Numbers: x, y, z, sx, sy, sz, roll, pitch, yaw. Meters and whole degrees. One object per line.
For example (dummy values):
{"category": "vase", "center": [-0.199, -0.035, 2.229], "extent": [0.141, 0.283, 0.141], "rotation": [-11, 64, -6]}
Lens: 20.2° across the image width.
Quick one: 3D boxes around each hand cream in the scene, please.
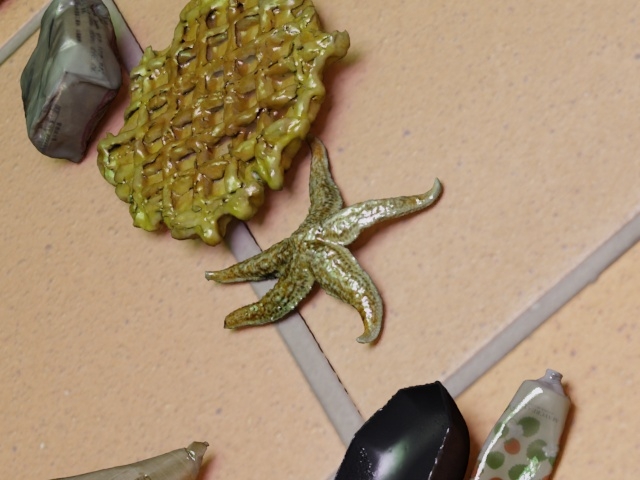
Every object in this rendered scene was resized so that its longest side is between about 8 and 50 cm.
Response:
{"category": "hand cream", "center": [0.133, 0.167, 1.263], "extent": [0.057, 0.037, 0.165], "rotation": [24, 80, 4]}

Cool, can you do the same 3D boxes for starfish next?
{"category": "starfish", "center": [-0.001, -0.001, 1.455], "extent": [0.223, 0.050, 0.217], "rotation": [-26, 45, 18]}

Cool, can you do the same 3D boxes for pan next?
{"category": "pan", "center": [0.037, 0.194, 1.302], "extent": [0.202, 0.048, 0.128], "rotation": [-45, 21, 18]}

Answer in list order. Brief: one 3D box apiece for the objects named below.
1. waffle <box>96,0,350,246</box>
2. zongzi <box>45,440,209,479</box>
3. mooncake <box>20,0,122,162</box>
{"category": "waffle", "center": [-0.089, -0.116, 1.565], "extent": [0.245, 0.052, 0.254], "rotation": [27, 84, 47]}
{"category": "zongzi", "center": [-0.199, 0.219, 1.457], "extent": [0.194, 0.099, 0.197], "rotation": [16, 61, 46]}
{"category": "mooncake", "center": [-0.231, -0.151, 1.671], "extent": [0.130, 0.073, 0.125], "rotation": [-54, 34, 39]}
